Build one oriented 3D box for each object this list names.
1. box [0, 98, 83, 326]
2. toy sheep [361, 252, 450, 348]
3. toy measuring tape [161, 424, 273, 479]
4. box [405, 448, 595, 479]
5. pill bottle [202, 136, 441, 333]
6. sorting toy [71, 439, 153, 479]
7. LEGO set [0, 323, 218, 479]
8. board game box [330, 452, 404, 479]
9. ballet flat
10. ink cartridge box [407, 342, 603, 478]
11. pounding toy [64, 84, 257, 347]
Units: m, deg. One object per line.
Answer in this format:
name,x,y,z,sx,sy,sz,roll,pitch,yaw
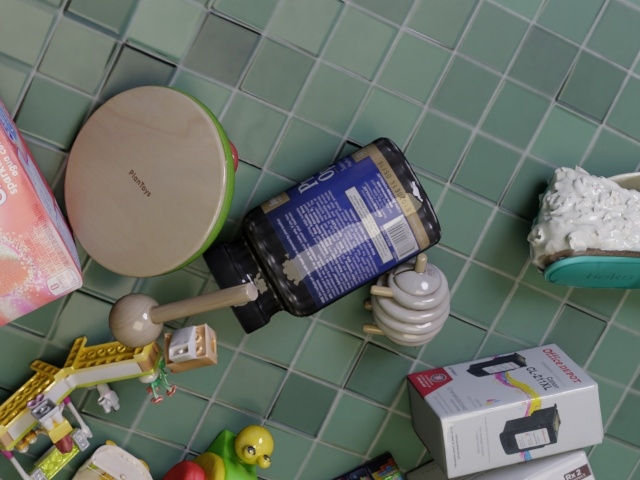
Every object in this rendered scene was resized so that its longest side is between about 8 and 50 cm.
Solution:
box,-0.347,-0.074,1.404,0.142,0.154,0.300,-27,114,-3
toy sheep,0.092,0.062,1.597,0.091,0.091,0.132,-5,141,-12
toy measuring tape,-0.151,0.332,1.619,0.121,0.121,0.330,34,99,-22
box,0.217,0.313,1.700,0.181,0.119,0.182,-25,113,-4
pill bottle,0.000,0.000,1.532,0.219,0.123,0.123,-29,113,-3
sorting toy,-0.225,0.254,1.614,0.083,0.045,0.075,38,115,-22
LEGO set,-0.225,0.175,1.546,0.287,0.132,0.107,-31,122,-8
board game box,0.048,0.339,1.706,0.141,0.048,0.170,-24,113,-3
ballet flat,0.414,-0.004,1.630,0.408,0.147,0.147,10,106,-16
ink cartridge box,0.195,0.178,1.642,0.175,0.127,0.072,-12,109,-11
pounding toy,-0.136,-0.027,1.490,0.183,0.110,0.237,-20,77,25
